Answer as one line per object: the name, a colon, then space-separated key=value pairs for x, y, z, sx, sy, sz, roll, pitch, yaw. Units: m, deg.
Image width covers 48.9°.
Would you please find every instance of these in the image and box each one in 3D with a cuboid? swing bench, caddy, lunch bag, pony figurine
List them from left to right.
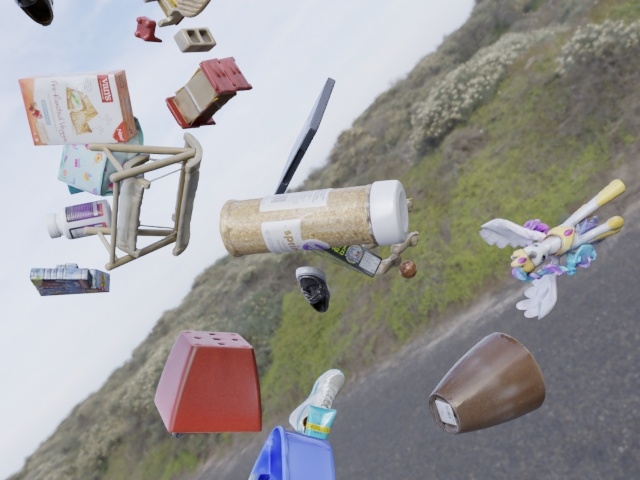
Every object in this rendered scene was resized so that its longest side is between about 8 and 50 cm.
lunch bag: x=-0.659 y=-0.277 z=2.118 sx=0.160 sy=0.224 sz=0.262 roll=-2 pitch=-71 yaw=-55
swing bench: x=-0.393 y=-0.094 z=1.626 sx=0.255 sy=0.165 sz=0.253 roll=-12 pitch=-48 yaw=-34
caddy: x=-0.085 y=0.598 z=1.638 sx=0.341 sy=0.179 sz=0.241 roll=-98 pitch=27 yaw=-58
pony figurine: x=0.609 y=0.013 z=1.862 sx=0.364 sy=0.302 sz=0.351 roll=-30 pitch=-12 yaw=-11

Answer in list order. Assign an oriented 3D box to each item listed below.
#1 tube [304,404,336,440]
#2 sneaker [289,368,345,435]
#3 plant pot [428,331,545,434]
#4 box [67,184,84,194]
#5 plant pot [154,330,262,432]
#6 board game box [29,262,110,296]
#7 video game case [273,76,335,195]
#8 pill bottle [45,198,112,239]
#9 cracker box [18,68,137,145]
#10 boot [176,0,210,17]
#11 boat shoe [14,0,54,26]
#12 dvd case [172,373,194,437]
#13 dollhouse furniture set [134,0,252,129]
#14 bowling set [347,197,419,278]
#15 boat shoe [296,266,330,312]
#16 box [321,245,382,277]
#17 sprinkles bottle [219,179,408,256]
tube: x=-0.017 y=0.574 z=1.997 sx=0.052 sy=0.080 sz=0.206 roll=174 pitch=110 yaw=-79
sneaker: x=0.005 y=0.500 z=2.159 sx=0.228 sy=0.087 sz=0.092 roll=-53 pitch=27 yaw=-6
plant pot: x=0.383 y=0.367 z=1.704 sx=0.231 sy=0.215 sz=0.215 roll=-23 pitch=-8 yaw=-28
box: x=-0.722 y=-0.230 z=2.338 sx=0.245 sy=0.060 sz=0.100 roll=-16 pitch=-28 yaw=-15
plant pot: x=-0.319 y=0.399 z=2.052 sx=0.267 sy=0.268 sz=0.235 roll=-162 pitch=79 yaw=-67
board game box: x=-0.687 y=0.106 z=1.952 sx=0.194 sy=0.060 sz=0.194 roll=0 pitch=-17 yaw=-14
video game case: x=-0.042 y=-0.244 z=1.732 sx=0.274 sy=0.026 sz=0.196 roll=122 pitch=169 yaw=-49
pill bottle: x=-0.764 y=-0.062 z=2.239 sx=0.194 sy=0.108 sz=0.108 roll=-11 pitch=-3 yaw=-9
cracker box: x=-0.548 y=-0.300 z=1.595 sx=0.233 sy=0.155 sz=0.067 roll=-1 pitch=23 yaw=9
boot: x=-0.233 y=-0.614 z=1.610 sx=0.207 sy=0.090 sz=0.248 roll=-43 pitch=-22 yaw=-79
boat shoe: x=-0.643 y=-0.553 z=1.533 sx=0.084 sy=0.079 sz=0.233 roll=-7 pitch=-12 yaw=0
dvd case: x=-0.340 y=0.445 z=2.051 sx=0.179 sy=0.030 sz=0.238 roll=-22 pitch=-45 yaw=-52
dollhouse furniture set: x=-0.392 y=-0.538 z=2.066 sx=0.201 sy=0.374 sz=0.152 roll=-32 pitch=-3 yaw=36
bowling set: x=0.224 y=0.034 z=2.140 sx=0.287 sy=0.200 sz=0.154 roll=-49 pitch=-13 yaw=35
boat shoe: x=-0.018 y=0.147 z=2.016 sx=0.228 sy=0.080 sz=0.076 roll=70 pitch=-162 yaw=-62
box: x=0.000 y=0.000 z=1.859 sx=0.216 sy=0.270 sz=0.060 roll=19 pitch=81 yaw=58
sprinkles bottle: x=-0.013 y=-0.039 z=1.364 sx=0.356 sy=0.121 sz=0.121 roll=-5 pitch=17 yaw=18
